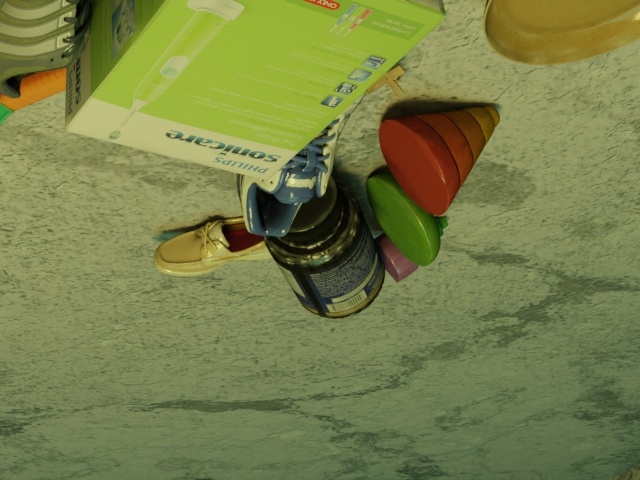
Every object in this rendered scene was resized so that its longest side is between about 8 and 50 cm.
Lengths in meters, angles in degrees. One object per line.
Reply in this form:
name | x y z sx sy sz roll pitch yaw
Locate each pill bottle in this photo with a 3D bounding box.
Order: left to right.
pill bottle | 0.000 0.000 1.464 0.123 0.123 0.219 -12 150 9

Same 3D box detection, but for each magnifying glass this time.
magnifying glass | -0.333 -0.131 1.209 0.231 0.026 0.092 -20 152 22

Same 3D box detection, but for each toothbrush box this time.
toothbrush box | -0.065 -0.183 1.010 0.206 0.122 0.283 12 147 -30

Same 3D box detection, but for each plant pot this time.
plant pot | 0.259 -0.243 1.115 0.236 0.032 0.236 -13 155 -6

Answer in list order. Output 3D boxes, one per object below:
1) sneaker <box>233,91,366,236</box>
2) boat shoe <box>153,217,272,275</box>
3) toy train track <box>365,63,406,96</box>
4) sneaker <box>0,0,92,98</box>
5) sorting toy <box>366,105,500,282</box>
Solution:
sneaker | -0.011 -0.108 1.235 0.112 0.131 0.296 3 151 -18
boat shoe | -0.126 -0.001 1.513 0.170 0.063 0.059 -13 154 -13
toy train track | 0.061 -0.166 1.261 0.048 0.014 0.083 49 140 -14
sneaker | -0.221 -0.209 0.965 0.121 0.111 0.300 31 144 -32
sorting toy | 0.141 -0.062 1.450 0.126 0.127 0.365 -34 163 -16
